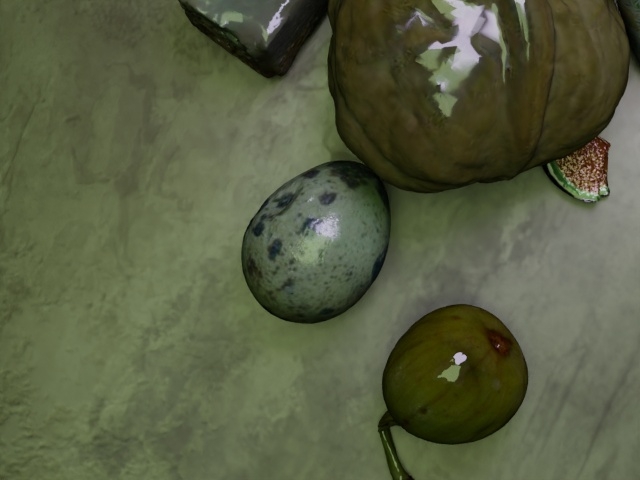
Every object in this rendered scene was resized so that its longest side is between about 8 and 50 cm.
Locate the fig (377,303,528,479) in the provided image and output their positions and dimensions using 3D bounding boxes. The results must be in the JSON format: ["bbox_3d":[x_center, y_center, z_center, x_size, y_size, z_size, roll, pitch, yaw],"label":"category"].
[{"bbox_3d":[0.125,0.148,1.427,0.148,0.186,0.142,49,49,-14],"label":"fig"}]

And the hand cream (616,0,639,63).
[{"bbox_3d":[0.316,-0.221,1.371,0.042,0.194,0.067,-27,57,15],"label":"hand cream"}]

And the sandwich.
[{"bbox_3d":[0.268,-0.084,1.454,0.101,0.026,0.069,37,89,2],"label":"sandwich"}]

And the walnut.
[{"bbox_3d":[0.145,-0.190,1.351,0.253,0.282,0.277,-23,79,45],"label":"walnut"}]

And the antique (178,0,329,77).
[{"bbox_3d":[-0.020,-0.320,1.429,0.125,0.150,0.284,35,90,7],"label":"antique"}]

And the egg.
[{"bbox_3d":[0.000,0.000,1.421,0.141,0.141,0.181,36,87,5],"label":"egg"}]
